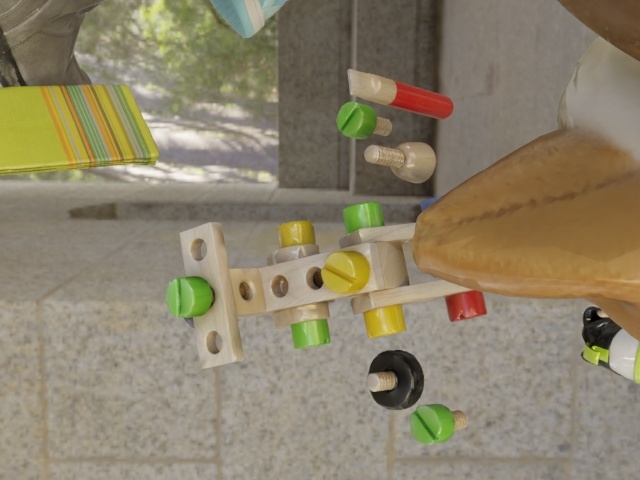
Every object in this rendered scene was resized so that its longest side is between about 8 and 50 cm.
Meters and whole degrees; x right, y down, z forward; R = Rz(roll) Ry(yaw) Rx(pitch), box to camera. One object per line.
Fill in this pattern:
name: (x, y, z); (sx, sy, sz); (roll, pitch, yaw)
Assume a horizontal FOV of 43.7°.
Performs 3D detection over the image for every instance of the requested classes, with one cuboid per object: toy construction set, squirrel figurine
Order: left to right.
toy construction set: (0.000, 0.000, 0.716); (0.257, 0.237, 0.308); (17, 98, 43)
squirrel figurine: (0.324, 0.003, 0.498); (0.370, 0.397, 0.281); (44, -114, -46)

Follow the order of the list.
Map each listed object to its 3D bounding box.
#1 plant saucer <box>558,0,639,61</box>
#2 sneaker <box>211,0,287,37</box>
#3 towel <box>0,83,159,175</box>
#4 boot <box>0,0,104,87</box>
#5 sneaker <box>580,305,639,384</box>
plant saucer: (0.128, -0.154, 0.283); (0.278, 0.041, 0.278); (49, 173, 8)
sneaker: (-0.071, -0.435, 1.117); (0.127, 0.208, 0.319); (48, 172, 6)
towel: (-0.271, -0.098, 0.713); (0.102, 0.237, 0.021); (61, 142, 27)
boot: (-0.225, -0.234, 0.765); (0.118, 0.223, 0.338); (62, 178, 13)
sneaker: (0.311, 0.070, 0.782); (0.235, 0.097, 0.084); (-20, -63, -58)
